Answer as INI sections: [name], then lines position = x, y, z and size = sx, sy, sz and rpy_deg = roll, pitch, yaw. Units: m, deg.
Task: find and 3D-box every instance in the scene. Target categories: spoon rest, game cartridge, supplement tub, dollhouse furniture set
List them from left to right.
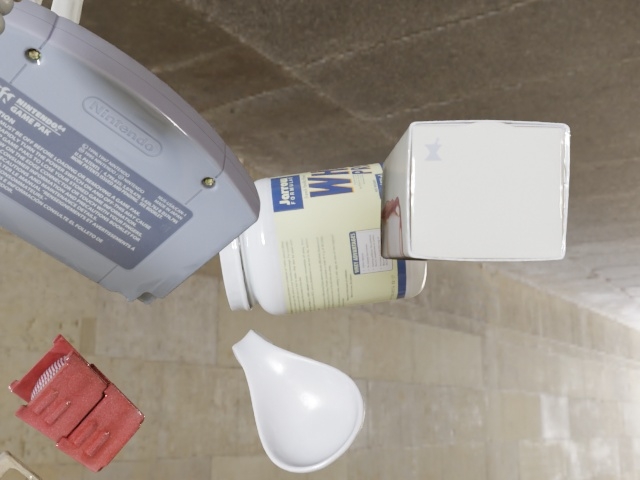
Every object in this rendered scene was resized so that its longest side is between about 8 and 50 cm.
[dollhouse furniture set]
position = -0.451, 0.337, 1.178
size = 0.152, 0.374, 0.201
rpy_deg = 46, 161, -18
[game cartridge]
position = -0.207, -0.071, 0.693
size = 0.198, 0.062, 0.297
rpy_deg = -40, 122, 22
[spoon rest]
position = -0.045, 0.192, 1.024
size = 0.084, 0.137, 0.276
rpy_deg = 53, 170, -36
[supplement tub]
position = 0.000, 0.000, 1.342
size = 0.324, 0.236, 0.235
rpy_deg = -8, 168, -2

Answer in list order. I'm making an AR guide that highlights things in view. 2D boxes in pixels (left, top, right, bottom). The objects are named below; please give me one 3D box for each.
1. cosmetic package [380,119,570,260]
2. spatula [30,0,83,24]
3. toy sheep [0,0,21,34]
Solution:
[cosmetic package]
position = 0.150, -0.041, 0.861
size = 0.153, 0.129, 0.296
rpy_deg = 2, 178, 1
[spatula]
position = -0.456, -0.327, 1.210
size = 0.168, 0.242, 0.019
rpy_deg = 24, 151, -39
[toy sheep]
position = -0.226, -0.152, 0.478
size = 0.091, 0.132, 0.091
rpy_deg = 25, 170, 5
